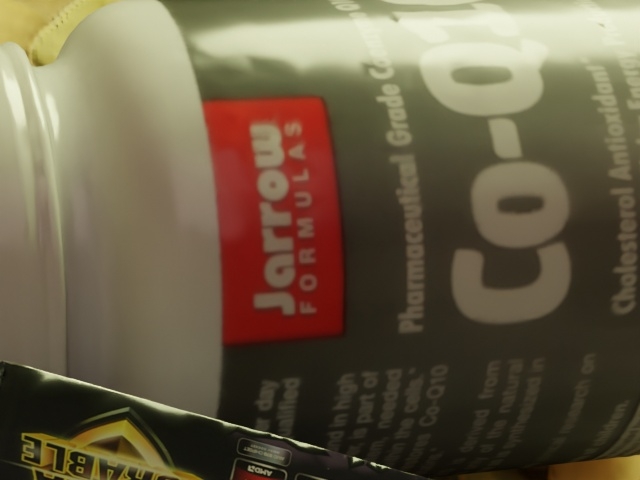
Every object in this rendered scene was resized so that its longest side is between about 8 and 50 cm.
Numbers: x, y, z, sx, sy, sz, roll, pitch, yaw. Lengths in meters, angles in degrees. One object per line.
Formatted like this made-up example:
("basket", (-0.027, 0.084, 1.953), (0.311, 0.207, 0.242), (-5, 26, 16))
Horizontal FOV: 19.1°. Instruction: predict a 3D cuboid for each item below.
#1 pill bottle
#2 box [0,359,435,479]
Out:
("pill bottle", (0.000, 0.000, 0.615), (0.283, 0.161, 0.161), (-4, 65, -18))
("box", (-0.004, 0.117, 0.545), (0.220, 0.175, 0.051), (16, 59, -7))
